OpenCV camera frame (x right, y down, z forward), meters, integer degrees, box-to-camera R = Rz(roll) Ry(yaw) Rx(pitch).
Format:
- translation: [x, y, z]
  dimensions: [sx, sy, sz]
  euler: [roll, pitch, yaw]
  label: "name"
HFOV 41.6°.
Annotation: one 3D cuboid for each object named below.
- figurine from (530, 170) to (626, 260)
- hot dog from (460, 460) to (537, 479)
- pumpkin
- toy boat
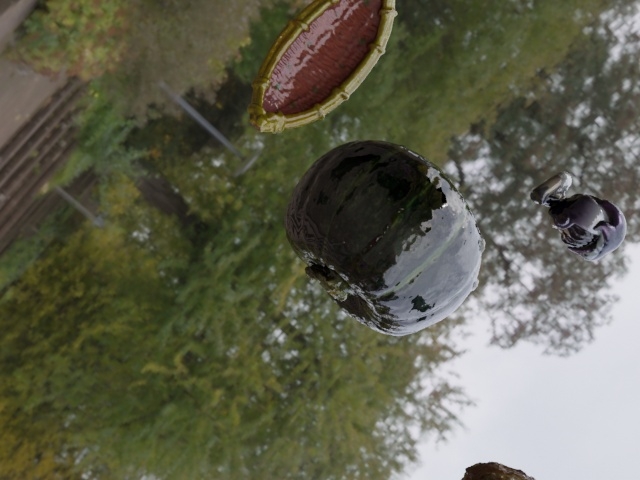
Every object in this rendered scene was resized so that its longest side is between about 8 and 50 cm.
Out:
- translation: [0.595, -0.061, 1.931]
  dimensions: [0.145, 0.222, 0.145]
  euler: [-39, 174, -5]
  label: "figurine"
- translation: [0.285, 0.393, 1.246]
  dimensions: [0.103, 0.146, 0.213]
  euler: [-50, -171, -1]
  label: "hot dog"
- translation: [0.100, -0.004, 1.329]
  dimensions: [0.241, 0.323, 0.323]
  euler: [-49, -162, -18]
  label: "pumpkin"
- translation: [0.006, -0.273, 1.226]
  dimensions: [0.318, 0.141, 0.099]
  euler: [-50, -170, -11]
  label: "toy boat"
